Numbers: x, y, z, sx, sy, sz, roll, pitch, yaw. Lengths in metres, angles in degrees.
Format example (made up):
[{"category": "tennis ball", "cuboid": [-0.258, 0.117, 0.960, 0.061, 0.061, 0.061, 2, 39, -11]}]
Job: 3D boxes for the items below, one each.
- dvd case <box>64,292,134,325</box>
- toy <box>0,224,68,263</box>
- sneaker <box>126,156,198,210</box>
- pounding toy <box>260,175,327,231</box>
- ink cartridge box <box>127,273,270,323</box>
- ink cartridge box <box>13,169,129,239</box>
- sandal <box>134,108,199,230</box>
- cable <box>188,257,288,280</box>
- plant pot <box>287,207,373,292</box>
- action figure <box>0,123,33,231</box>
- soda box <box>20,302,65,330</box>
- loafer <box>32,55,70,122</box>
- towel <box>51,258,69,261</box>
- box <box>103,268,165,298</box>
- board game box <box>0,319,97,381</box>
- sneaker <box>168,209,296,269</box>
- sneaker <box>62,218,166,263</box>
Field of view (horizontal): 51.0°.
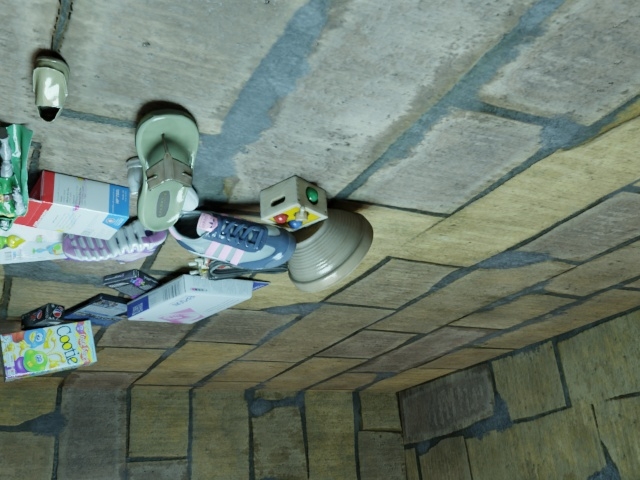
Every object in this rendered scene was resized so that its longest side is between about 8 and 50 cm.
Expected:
[{"category": "dvd case", "cuboid": [-0.716, 0.232, 2.218, 0.253, 0.022, 0.180, -22, 151, 36]}, {"category": "toy", "cuboid": [-0.624, -0.020, 1.562, 0.237, 0.056, 0.137, -9, 137, -31]}, {"category": "sneaker", "cuboid": [-0.339, -0.091, 1.427, 0.080, 0.094, 0.212, -15, 154, 23]}, {"category": "pounding toy", "cuboid": [-0.054, -0.075, 1.513, 0.141, 0.100, 0.130, -21, 153, 34]}, {"category": "ink cartridge box", "cuboid": [-0.375, 0.191, 2.089, 0.330, 0.071, 0.324, 11, 154, -43]}, {"category": "ink cartridge box", "cuboid": [-0.545, -0.076, 1.441, 0.231, 0.078, 0.134, 12, 151, -34]}, {"category": "sandal", "cuboid": [-0.288, -0.122, 1.285, 0.120, 0.086, 0.302, -10, 138, -24]}, {"category": "cable", "cuboid": [-0.222, 0.062, 1.891, 0.287, 0.072, 0.139, -7, 162, -22]}, {"category": "plant pot", "cuboid": [0.000, 0.000, 1.599, 0.237, 0.237, 0.110, -21, 123, 34]}, {"category": "action figure", "cuboid": [-0.604, -0.111, 1.266, 0.137, 0.063, 0.232, 8, 131, -4]}, {"category": "soda box", "cuboid": [-0.908, 0.254, 2.192, 0.169, 0.053, 0.060, -20, 153, 34]}, {"category": "loafer", "cuboid": [-0.439, -0.244, 1.097, 0.056, 0.050, 0.148, 2, 157, -16]}, {"category": "towel", "cuboid": [-0.690, 0.039, 1.777, 0.083, 0.009, 0.060, -11, 156, 12]}, {"category": "box", "cuboid": [-0.551, 0.131, 2.001, 0.116, 0.029, 0.162, -13, 157, 17]}, {"category": "board game box", "cuboid": [-0.899, 0.365, 2.211, 0.275, 0.142, 0.144, -8, 168, -29]}, {"category": "sneaker", "cuboid": [-0.215, -0.010, 1.544, 0.319, 0.112, 0.131, 4, 157, 25]}, {"category": "sneaker", "cuboid": [-0.488, 0.015, 1.595, 0.236, 0.095, 0.104, -10, 155, -26]}]
